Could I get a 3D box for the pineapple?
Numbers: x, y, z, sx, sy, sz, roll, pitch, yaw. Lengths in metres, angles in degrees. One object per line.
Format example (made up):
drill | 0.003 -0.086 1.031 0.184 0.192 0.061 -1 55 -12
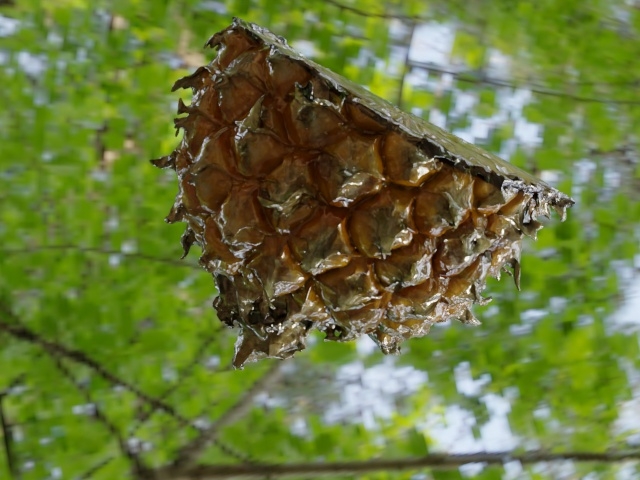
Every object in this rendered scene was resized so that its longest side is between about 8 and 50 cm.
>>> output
pineapple | -0.001 -0.001 0.864 0.161 0.176 0.137 35 -80 43
